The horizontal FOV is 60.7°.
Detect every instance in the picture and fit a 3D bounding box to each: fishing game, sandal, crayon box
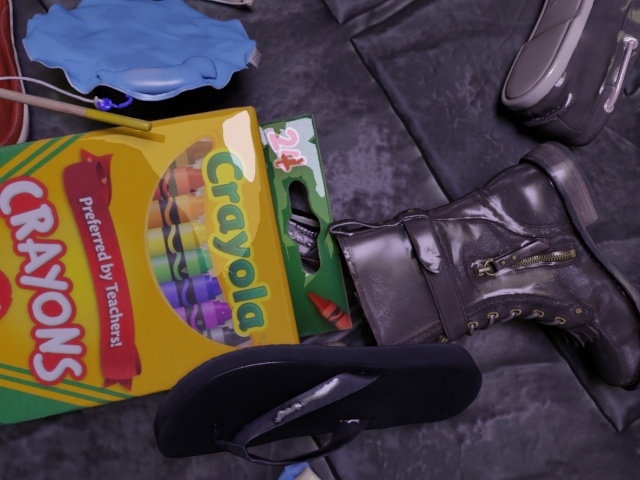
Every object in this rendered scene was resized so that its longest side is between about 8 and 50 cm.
[{"bbox_3d":[-0.147,-0.164,0.469,0.189,0.041,0.264,11,43,0],"label":"fishing game"},{"bbox_3d":[0.005,0.123,0.407,0.254,0.097,0.054,-6,37,-10],"label":"sandal"},{"bbox_3d":[-0.139,0.014,0.435,0.318,0.081,0.202,-12,94,-6],"label":"crayon box"}]

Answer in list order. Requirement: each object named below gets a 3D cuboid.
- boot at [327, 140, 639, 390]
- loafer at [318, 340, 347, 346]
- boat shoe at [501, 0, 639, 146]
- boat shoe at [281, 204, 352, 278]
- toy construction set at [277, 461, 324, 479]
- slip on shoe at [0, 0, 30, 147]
[{"bbox_3d":[0.148,0.059,0.489,0.229,0.091,0.263,-28,97,-3],"label":"boot"},{"bbox_3d":[-0.040,0.128,0.468,0.148,0.056,0.050,-17,75,-10],"label":"loafer"},{"bbox_3d":[0.298,-0.251,0.568,0.095,0.112,0.335,32,82,-18],"label":"boat shoe"},{"bbox_3d":[0.000,0.002,0.507,0.133,0.042,0.049,19,75,-4],"label":"boat shoe"},{"bbox_3d":[-0.124,0.290,0.377,0.327,0.151,0.215,-15,106,-2],"label":"toy construction set"},{"bbox_3d":[-0.345,-0.221,0.480,0.123,0.101,0.331,-19,80,-8],"label":"slip on shoe"}]
